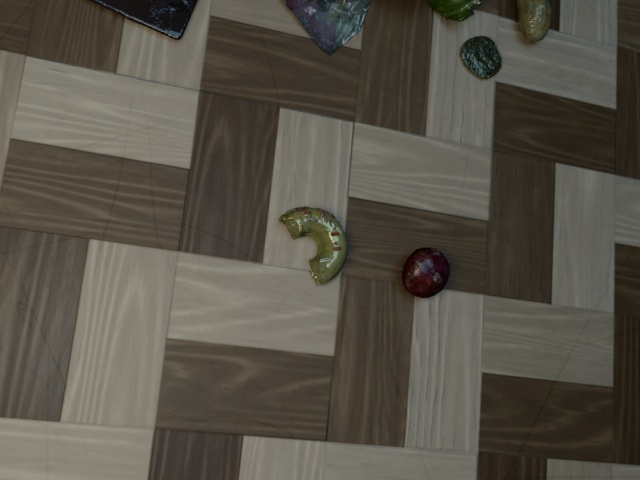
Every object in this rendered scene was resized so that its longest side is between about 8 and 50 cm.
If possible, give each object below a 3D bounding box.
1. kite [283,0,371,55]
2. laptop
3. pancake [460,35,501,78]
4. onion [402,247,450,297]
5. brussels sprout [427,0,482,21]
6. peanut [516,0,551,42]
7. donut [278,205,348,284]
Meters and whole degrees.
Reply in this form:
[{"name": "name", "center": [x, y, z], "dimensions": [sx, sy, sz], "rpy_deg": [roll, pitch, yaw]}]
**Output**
[{"name": "kite", "center": [-0.054, -0.567, 1.569], "dimensions": [0.360, 0.022, 0.204], "rpy_deg": [34, 72, -10]}, {"name": "laptop", "center": [-0.353, -0.505, 1.463], "dimensions": [0.207, 0.026, 0.154], "rpy_deg": [22, 77, -12]}, {"name": "pancake", "center": [0.371, -0.421, 1.676], "dimensions": [0.108, 0.017, 0.108], "rpy_deg": [2, 83, -15]}, {"name": "onion", "center": [0.220, 0.068, 1.503], "dimensions": [0.107, 0.097, 0.107], "rpy_deg": [-7, 108, -21]}, {"name": "brussels sprout", "center": [0.303, -0.587, 1.648], "dimensions": [0.139, 0.100, 0.181], "rpy_deg": [-20, 98, 0]}, {"name": "peanut", "center": [0.501, -0.553, 1.707], "dimensions": [0.080, 0.080, 0.175], "rpy_deg": [-2, 82, -18]}, {"name": "donut", "center": [0.002, -0.005, 1.461], "dimensions": [0.108, 0.065, 0.166], "rpy_deg": [-32, 91, -20]}]
